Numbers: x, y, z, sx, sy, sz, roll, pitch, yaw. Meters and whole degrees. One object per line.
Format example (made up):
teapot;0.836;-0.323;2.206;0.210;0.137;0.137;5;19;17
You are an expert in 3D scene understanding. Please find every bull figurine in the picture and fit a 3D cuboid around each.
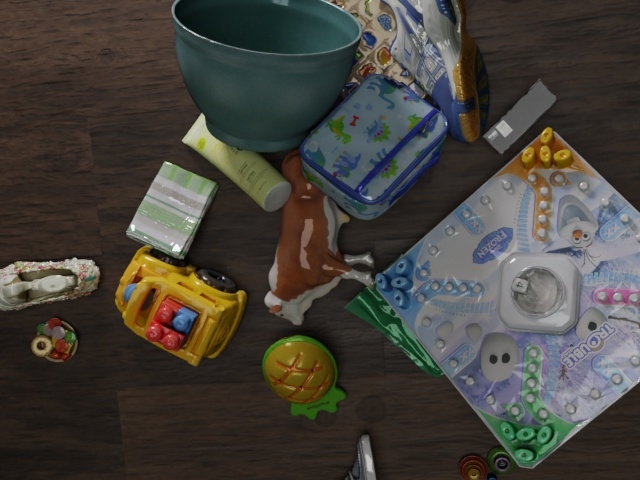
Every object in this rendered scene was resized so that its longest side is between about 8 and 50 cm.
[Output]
bull figurine;0.000;0.000;1.395;0.188;0.101;0.310;2;97;4

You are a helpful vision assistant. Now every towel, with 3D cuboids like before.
towel;-0.259;-0.055;1.434;0.113;0.023;0.152;24;76;3

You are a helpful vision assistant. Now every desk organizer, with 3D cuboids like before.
desk organizer;0.329;-0.202;1.354;0.047;0.050;0.130;45;100;1

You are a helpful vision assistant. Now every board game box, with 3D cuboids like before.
board game box;0.334;0.079;1.265;0.390;0.050;0.390;-42;65;8

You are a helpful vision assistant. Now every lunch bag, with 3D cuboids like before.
lunch bag;0.090;-0.151;1.314;0.176;0.090;0.219;41;72;17

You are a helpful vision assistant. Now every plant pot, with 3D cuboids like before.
plant pot;-0.092;-0.264;1.309;0.293;0.293;0.196;13;125;6

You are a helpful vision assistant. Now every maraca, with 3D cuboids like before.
maraca;-0.028;0.241;1.430;0.127;0.099;0.186;-19;119;11

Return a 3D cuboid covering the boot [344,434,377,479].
boot;0.059;0.439;1.449;0.086;0.069;0.190;-6;97;5

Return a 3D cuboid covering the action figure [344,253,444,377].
action figure;0.169;0.153;1.407;0.137;0.063;0.232;-43;86;8

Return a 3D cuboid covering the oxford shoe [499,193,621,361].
oxford shoe;0.397;0.083;1.361;0.133;0.130;0.364;35;94;-30

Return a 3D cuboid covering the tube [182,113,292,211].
tube;-0.145;-0.141;1.390;0.070;0.062;0.240;-30;57;-25

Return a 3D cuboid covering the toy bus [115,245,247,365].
toy bus;-0.261;0.117;1.387;0.220;0.211;0.149;27;100;5

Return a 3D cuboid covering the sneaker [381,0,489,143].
sneaker;0.186;-0.299;1.341;0.131;0.112;0.296;-9;101;34

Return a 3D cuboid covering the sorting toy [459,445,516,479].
sorting toy;0.294;0.401;1.428;0.102;0.042;0.061;-18;94;9

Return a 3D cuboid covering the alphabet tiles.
alphabet tiles;0.095;-0.327;1.393;0.198;0.009;0.237;-43;89;10

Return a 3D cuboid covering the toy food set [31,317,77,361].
toy food set;-0.491;0.186;1.519;0.083;0.020;0.082;25;99;5

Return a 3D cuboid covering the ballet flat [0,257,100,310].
ballet flat;-0.519;0.078;1.483;0.241;0.077;0.091;-13;95;9
